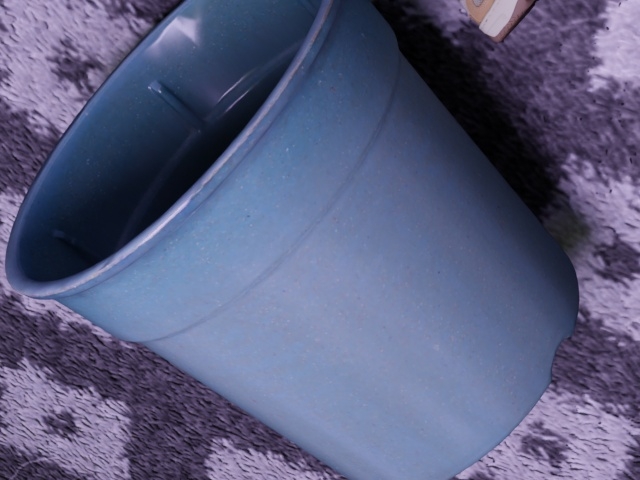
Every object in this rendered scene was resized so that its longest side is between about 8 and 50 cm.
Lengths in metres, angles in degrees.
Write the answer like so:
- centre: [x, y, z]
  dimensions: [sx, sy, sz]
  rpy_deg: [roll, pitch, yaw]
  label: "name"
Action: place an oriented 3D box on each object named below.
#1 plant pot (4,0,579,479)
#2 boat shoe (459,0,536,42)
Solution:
- centre: [0.000, 0.000, 1.178]
  dimensions: [0.341, 0.341, 0.334]
  rpy_deg: [-26, 124, 39]
  label: "plant pot"
- centre: [0.147, -0.219, 1.076]
  dimensions: [0.072, 0.068, 0.190]
  rpy_deg: [41, 135, 3]
  label: "boat shoe"
